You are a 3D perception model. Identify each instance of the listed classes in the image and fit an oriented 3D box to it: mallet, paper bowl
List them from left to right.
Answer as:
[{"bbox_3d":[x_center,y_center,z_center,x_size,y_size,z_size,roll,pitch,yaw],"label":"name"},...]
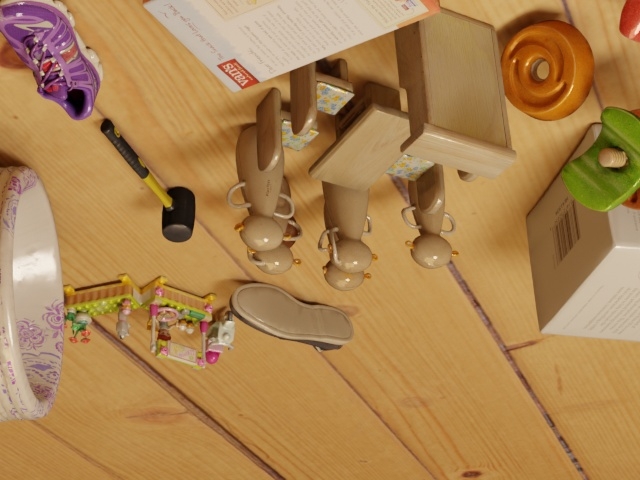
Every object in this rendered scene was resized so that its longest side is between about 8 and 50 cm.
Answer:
[{"bbox_3d":[-0.383,0.061,1.529,0.148,0.284,0.284,-2,149,0],"label":"paper bowl"},{"bbox_3d":[-0.196,-0.064,1.551,0.039,0.062,0.190,-15,147,18],"label":"mallet"}]

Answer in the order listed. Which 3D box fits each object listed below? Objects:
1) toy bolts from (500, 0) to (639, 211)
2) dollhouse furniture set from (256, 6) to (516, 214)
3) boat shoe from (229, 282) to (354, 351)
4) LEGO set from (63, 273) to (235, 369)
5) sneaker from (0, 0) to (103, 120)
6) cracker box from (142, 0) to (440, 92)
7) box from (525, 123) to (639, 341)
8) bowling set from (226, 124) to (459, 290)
[{"bbox_3d":[0.322,-0.167,1.369,0.158,0.218,0.228,-5,138,-50],"label":"toy bolts"},{"bbox_3d":[0.079,-0.102,1.411,0.212,0.161,0.242,14,146,-26],"label":"dollhouse furniture set"},{"bbox_3d":[-0.049,0.114,1.854,0.206,0.075,0.065,17,141,-38],"label":"boat shoe"},{"bbox_3d":[-0.248,0.121,1.817,0.287,0.107,0.132,7,148,-17],"label":"LEGO set"},{"bbox_3d":[-0.263,-0.178,1.344,0.068,0.071,0.170,-14,147,18],"label":"sneaker"},{"bbox_3d":[-0.027,-0.237,1.267,0.232,0.067,0.155,-18,145,23],"label":"cracker box"},{"bbox_3d":[0.447,0.006,1.619,0.345,0.168,0.215,6,148,-14],"label":"box"},{"bbox_3d":[0.000,0.000,1.585,0.287,0.154,0.200,11,146,-21],"label":"bowling set"}]
